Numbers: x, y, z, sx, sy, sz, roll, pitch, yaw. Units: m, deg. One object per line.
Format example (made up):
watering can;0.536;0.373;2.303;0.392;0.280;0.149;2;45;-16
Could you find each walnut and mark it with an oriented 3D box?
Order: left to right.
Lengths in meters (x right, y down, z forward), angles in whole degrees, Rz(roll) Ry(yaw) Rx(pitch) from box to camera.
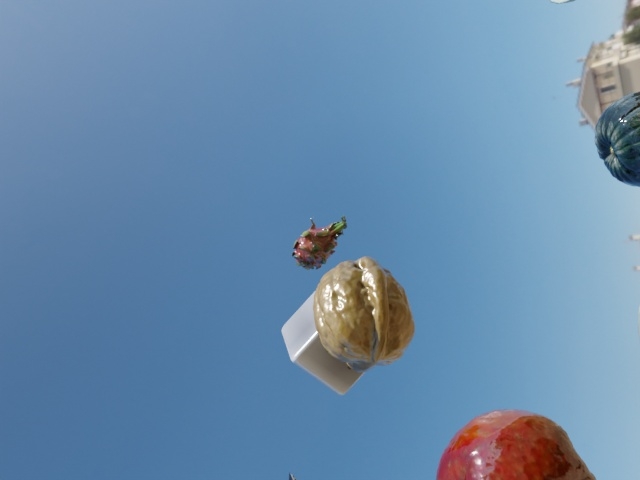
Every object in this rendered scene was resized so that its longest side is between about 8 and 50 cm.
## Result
walnut;0.098;0.168;1.023;0.224;0.257;0.257;9;-106;-18

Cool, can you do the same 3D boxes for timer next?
timer;0.032;0.274;1.267;0.195;0.192;0.194;40;-86;-21

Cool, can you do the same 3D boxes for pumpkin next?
pumpkin;0.742;-0.230;1.038;0.220;0.161;0.221;-19;-90;-82

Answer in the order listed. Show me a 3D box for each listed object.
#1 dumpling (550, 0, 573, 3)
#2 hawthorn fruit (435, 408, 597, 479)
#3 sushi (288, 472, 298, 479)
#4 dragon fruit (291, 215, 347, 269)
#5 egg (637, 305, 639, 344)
dumpling;0.428;-0.427;0.671;0.219;0.152;0.108;-57;-36;-49
hawthorn fruit;0.325;0.416;0.754;0.261;0.258;0.259;-26;-77;-49
sushi;-0.042;0.631;1.064;0.026;0.126;0.120;-23;-56;-42
dragon fruit;-0.003;-0.002;1.565;0.137;0.135;0.236;33;-81;-10
egg;0.594;0.160;0.574;0.336;0.278;0.278;46;-133;-4
